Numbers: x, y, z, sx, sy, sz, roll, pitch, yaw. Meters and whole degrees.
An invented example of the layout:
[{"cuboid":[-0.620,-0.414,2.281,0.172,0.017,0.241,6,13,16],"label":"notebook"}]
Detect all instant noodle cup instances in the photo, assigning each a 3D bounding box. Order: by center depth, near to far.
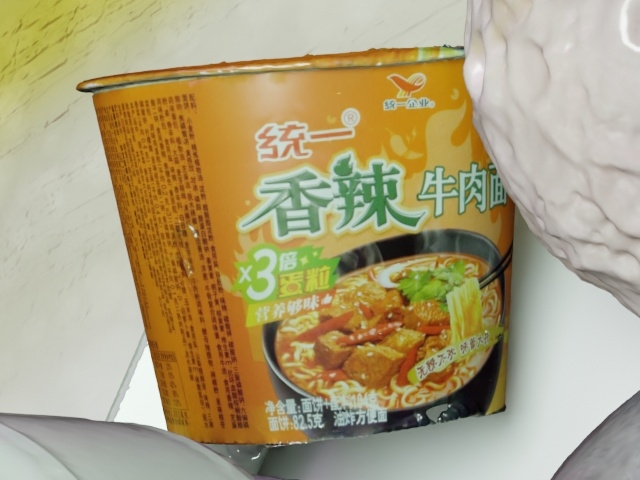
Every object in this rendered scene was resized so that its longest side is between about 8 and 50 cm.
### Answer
[{"cuboid":[0.000,0.000,0.989,0.230,0.230,0.182,-3,92,43],"label":"instant noodle cup"}]

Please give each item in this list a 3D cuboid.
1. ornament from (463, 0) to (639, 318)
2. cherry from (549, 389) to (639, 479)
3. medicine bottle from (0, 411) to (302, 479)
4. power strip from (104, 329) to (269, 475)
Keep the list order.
[{"cuboid":[0.179,-0.084,0.848,0.225,0.259,0.259,-24,53,38],"label":"ornament"},{"cuboid":[0.181,0.140,0.774,0.266,0.183,0.213,11,65,53],"label":"cherry"},{"cuboid":[-0.099,0.207,0.871,0.256,0.325,0.256,-6,78,31],"label":"medicine bottle"},{"cuboid":[-0.068,0.098,1.107,0.062,0.091,0.385,94,-160,-83],"label":"power strip"}]
